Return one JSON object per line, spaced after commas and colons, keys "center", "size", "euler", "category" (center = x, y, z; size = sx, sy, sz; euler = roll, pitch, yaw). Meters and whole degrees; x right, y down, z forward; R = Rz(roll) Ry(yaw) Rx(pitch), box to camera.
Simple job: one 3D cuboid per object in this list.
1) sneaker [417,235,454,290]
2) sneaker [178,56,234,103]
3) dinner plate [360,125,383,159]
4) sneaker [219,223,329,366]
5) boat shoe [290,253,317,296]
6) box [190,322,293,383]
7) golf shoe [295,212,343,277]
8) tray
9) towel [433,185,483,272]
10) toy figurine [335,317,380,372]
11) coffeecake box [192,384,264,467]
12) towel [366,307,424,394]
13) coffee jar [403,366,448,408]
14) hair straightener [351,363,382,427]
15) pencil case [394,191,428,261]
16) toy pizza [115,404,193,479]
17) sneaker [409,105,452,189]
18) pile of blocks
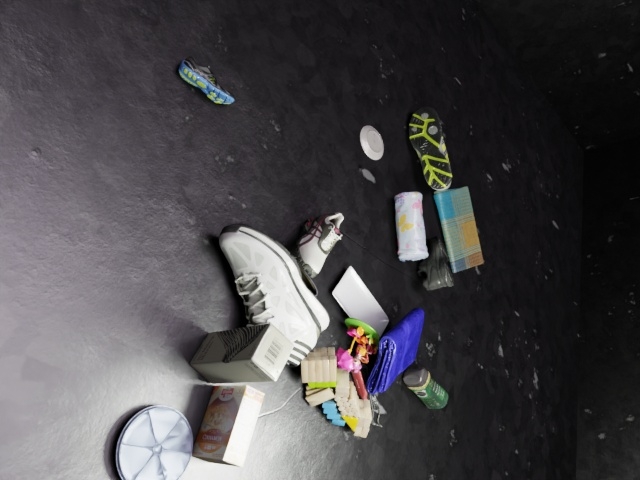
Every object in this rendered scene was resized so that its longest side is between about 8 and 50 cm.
{"center": [0.453, 0.089, 2.243], "size": [0.109, 0.130, 0.286], "euler": [55, 24, -28], "category": "sneaker"}
{"center": [-0.326, -0.472, 1.637], "size": [0.188, 0.067, 0.078], "euler": [34, 63, -31], "category": "sneaker"}
{"center": [0.208, -0.388, 2.191], "size": [0.141, 0.017, 0.141], "euler": [17, 66, -42], "category": "dinner plate"}
{"center": [-0.159, 0.179, 1.542], "size": [0.447, 0.169, 0.257], "euler": [52, 44, -22], "category": "sneaker"}
{"center": [-0.109, 0.077, 1.686], "size": [0.285, 0.092, 0.102], "euler": [53, 48, -21], "category": "boat shoe"}
{"center": [-0.203, 0.289, 1.401], "size": [0.094, 0.275, 0.113], "euler": [48, 48, -25], "category": "box"}
{"center": [0.000, 0.000, 1.749], "size": [0.105, 0.120, 0.272], "euler": [50, 30, -28], "category": "golf shoe"}
{"center": [0.137, 0.234, 1.936], "size": [0.270, 0.030, 0.145], "euler": [54, 47, -20], "category": "tray"}
{"center": [0.626, -0.054, 2.506], "size": [0.272, 0.040, 0.369], "euler": [-11, 88, -45], "category": "towel"}
{"center": [0.115, 0.369, 1.826], "size": [0.173, 0.130, 0.159], "euler": [45, 62, -24], "category": "toy figurine"}
{"center": [-0.236, 0.468, 1.414], "size": [0.068, 0.142, 0.185], "euler": [37, 54, -33], "category": "coffeecake box"}
{"center": [0.271, 0.375, 1.895], "size": [0.308, 0.076, 0.227], "euler": [-25, 134, -58], "category": "towel"}
{"center": [0.389, 0.545, 2.057], "size": [0.184, 0.096, 0.079], "euler": [49, 47, -26], "category": "coffee jar"}
{"center": [0.174, 0.523, 1.881], "size": [0.089, 0.047, 0.230], "euler": [-25, 97, -46], "category": "hair straightener"}
{"center": [0.356, -0.056, 2.179], "size": [0.124, 0.114, 0.272], "euler": [11, 71, -52], "category": "pencil case"}
{"center": [-0.396, 0.497, 1.325], "size": [0.201, 0.032, 0.201], "euler": [15, 69, -43], "category": "toy pizza"}
{"center": [0.472, -0.390, 2.400], "size": [0.147, 0.145, 0.384], "euler": [30, 50, -73], "category": "sneaker"}
{"center": [0.043, 0.465, 1.738], "size": [0.362, 0.149, 0.112], "euler": [61, 13, -23], "category": "pile of blocks"}
